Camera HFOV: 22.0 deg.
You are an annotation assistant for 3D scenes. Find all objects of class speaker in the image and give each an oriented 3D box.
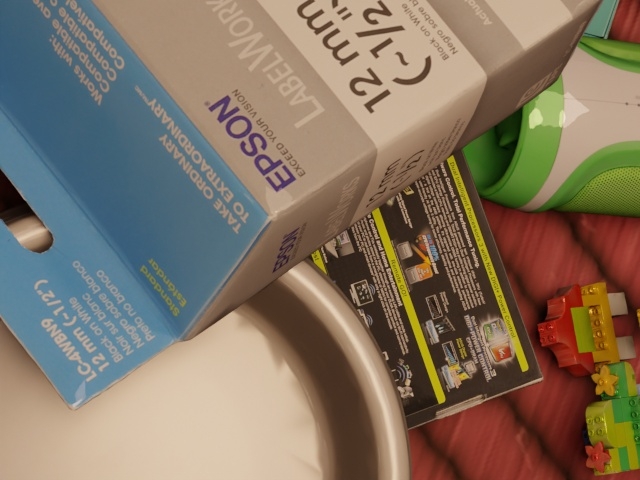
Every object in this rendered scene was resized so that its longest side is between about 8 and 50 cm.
[{"bbox_3d":[0.245,-0.072,1.133,0.296,0.131,0.131,4,78,-21],"label":"speaker"}]

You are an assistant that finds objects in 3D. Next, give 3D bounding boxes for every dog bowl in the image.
[{"bbox_3d":[-0.108,0.134,0.923,0.348,0.102,0.349,1,84,-8],"label":"dog bowl"}]

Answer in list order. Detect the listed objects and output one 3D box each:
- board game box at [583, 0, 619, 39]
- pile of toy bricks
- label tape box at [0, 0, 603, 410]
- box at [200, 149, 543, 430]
[{"bbox_3d":[0.067,-0.291,1.070,0.336,0.079,0.254,11,110,-20],"label":"board game box"},{"bbox_3d":[0.207,0.126,1.076,0.105,0.118,0.212,-2,78,-42],"label":"pile of toy bricks"},{"bbox_3d":[-0.060,-0.114,0.877,0.347,0.115,0.249,-34,77,-23],"label":"label tape box"},{"bbox_3d":[0.000,0.000,1.060,0.216,0.060,0.270,-18,86,-24],"label":"box"}]
